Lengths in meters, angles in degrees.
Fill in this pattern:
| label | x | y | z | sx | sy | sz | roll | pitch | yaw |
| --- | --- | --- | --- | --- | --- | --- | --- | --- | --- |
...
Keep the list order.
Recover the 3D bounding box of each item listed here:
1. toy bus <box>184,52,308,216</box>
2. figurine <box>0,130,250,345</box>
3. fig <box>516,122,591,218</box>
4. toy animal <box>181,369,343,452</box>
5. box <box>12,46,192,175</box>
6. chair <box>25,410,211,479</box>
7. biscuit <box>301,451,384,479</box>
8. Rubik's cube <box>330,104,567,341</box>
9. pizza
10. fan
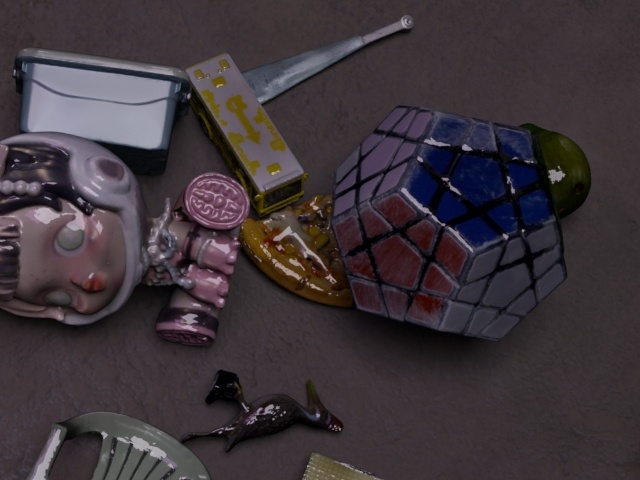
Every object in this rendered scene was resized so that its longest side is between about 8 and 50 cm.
| label | x | y | z | sx | sy | sz | roll | pitch | yaw |
| --- | --- | --- | --- | --- | --- | --- | --- | --- | --- |
| toy bus | -0.101 | -0.143 | 1.796 | 0.081 | 0.074 | 0.226 | -23 | 66 | -18 |
| figurine | -0.271 | -0.004 | 1.646 | 0.361 | 0.211 | 0.253 | 6 | 111 | -16 |
| fig | 0.299 | -0.103 | 1.838 | 0.123 | 0.123 | 0.156 | -14 | 62 | -16 |
| toy animal | -0.069 | 0.216 | 1.678 | 0.202 | 0.070 | 0.105 | 8 | 76 | -14 |
| box | -0.284 | -0.169 | 1.736 | 0.227 | 0.162 | 0.130 | 8 | 76 | -7 |
| chair | -0.250 | 0.325 | 1.539 | 0.203 | 0.190 | 0.275 | 29 | 74 | 1 |
| biscuit | 0.012 | 0.362 | 1.616 | 0.121 | 0.040 | 0.199 | 22 | 53 | 3 |
| Rubik's cube | 0.163 | -0.023 | 1.697 | 0.319 | 0.264 | 0.319 | 4 | 67 | -9 |
| pizza | 0.000 | 0.000 | 1.782 | 0.184 | 0.036 | 0.176 | 43 | 67 | 8 |
| fan | 0.014 | -0.256 | 1.899 | 0.282 | 0.023 | 0.057 | -23 | 72 | -17 |
